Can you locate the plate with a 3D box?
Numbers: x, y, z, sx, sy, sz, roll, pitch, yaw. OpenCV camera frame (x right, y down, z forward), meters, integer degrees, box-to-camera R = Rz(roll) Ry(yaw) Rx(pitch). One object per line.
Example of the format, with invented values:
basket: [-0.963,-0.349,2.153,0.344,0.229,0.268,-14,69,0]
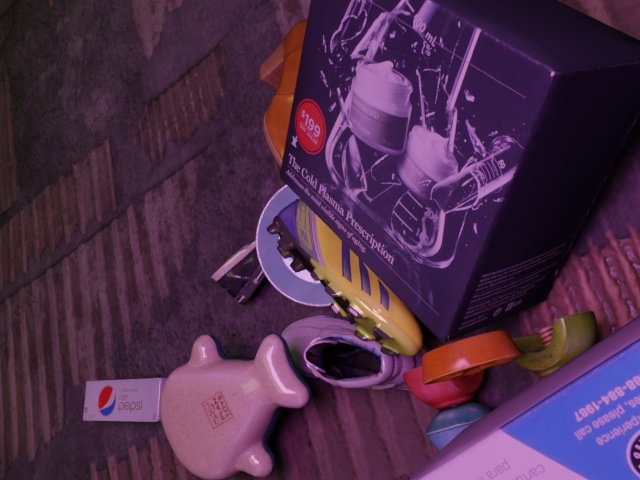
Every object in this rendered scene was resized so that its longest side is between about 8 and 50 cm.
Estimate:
plate: [0.000,0.000,0.964,0.188,0.024,0.188,-1,87,14]

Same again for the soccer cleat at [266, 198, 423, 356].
soccer cleat: [0.043,0.027,0.841,0.121,0.093,0.289,-36,47,-11]

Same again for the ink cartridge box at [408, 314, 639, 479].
ink cartridge box: [0.285,0.268,0.479,0.285,0.166,0.394,-47,72,32]

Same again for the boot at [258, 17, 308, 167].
boot: [0.014,-0.232,1.013,0.211,0.104,0.295,-34,56,29]

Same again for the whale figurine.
whale figurine: [-0.107,0.226,0.966,0.272,0.141,0.216,-39,72,33]

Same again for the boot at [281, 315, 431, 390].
boot: [0.014,0.146,0.906,0.258,0.123,0.095,-1,79,39]

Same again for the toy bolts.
toy bolts: [0.186,0.192,0.721,0.228,0.218,0.158,-37,63,48]

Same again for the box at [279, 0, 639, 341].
box: [0.132,-0.127,0.762,0.343,0.179,0.312,46,136,37]

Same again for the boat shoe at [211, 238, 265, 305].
boat shoe: [-0.062,0.013,1.048,0.233,0.084,0.079,-38,94,19]

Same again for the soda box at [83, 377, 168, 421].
soda box: [-0.326,0.281,1.190,0.216,0.069,0.073,-11,72,37]
